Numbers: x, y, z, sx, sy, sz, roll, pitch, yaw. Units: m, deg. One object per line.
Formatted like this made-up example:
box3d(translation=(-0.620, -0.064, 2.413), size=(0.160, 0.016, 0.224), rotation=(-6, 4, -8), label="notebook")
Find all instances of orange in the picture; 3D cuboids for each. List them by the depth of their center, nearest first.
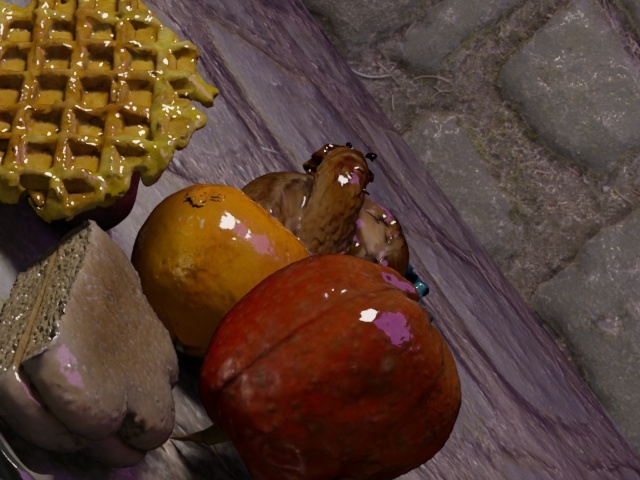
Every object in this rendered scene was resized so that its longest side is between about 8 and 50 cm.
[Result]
box3d(translation=(-0.112, 0.039, 1.430), size=(0.219, 0.193, 0.219), rotation=(49, -12, 14), label="orange")

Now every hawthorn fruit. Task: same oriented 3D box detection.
box3d(translation=(0.013, 0.144, 1.260), size=(0.262, 0.258, 0.258), rotation=(-38, 86, -33), label="hawthorn fruit")

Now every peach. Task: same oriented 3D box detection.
box3d(translation=(-0.271, -0.084, 1.435), size=(0.152, 0.152, 0.152), rotation=(44, 16, -17), label="peach")

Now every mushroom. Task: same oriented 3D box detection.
box3d(translation=(0.000, -0.001, 1.739), size=(0.263, 0.283, 0.195), rotation=(29, -23, -4), label="mushroom")

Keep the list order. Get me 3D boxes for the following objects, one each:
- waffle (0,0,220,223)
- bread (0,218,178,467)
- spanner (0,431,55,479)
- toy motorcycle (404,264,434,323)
box3d(translation=(-0.280, -0.158, 1.342), size=(0.325, 0.302, 0.068), rotation=(37, -29, 26), label="waffle")
box3d(translation=(-0.208, 0.107, 1.162), size=(0.183, 0.102, 0.337), rotation=(48, 11, -18), label="bread")
box3d(translation=(-0.259, 0.187, 0.976), size=(0.325, 0.040, 0.095), rotation=(48, 16, -1), label="spanner")
box3d(translation=(0.058, 0.056, 1.976), size=(0.260, 0.154, 0.206), rotation=(36, -4, -26), label="toy motorcycle")
